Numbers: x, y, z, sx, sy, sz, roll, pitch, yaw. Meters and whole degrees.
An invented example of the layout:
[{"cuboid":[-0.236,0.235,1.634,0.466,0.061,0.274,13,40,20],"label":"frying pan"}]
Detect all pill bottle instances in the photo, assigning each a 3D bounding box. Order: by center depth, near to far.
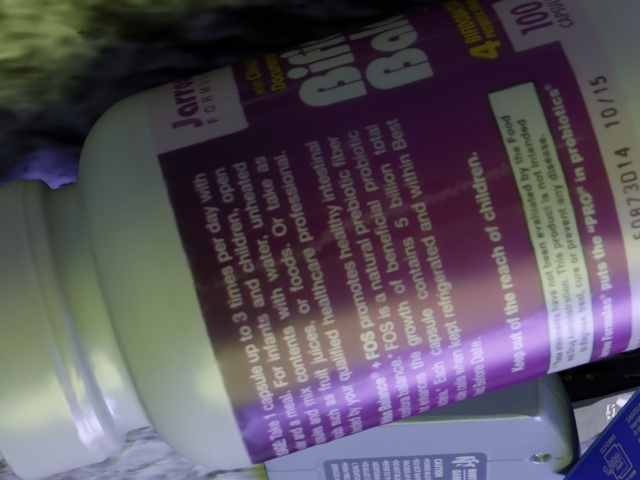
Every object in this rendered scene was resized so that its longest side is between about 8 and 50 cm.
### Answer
[{"cuboid":[0.000,0.000,0.729,0.301,0.169,0.169,-17,150,-2],"label":"pill bottle"}]

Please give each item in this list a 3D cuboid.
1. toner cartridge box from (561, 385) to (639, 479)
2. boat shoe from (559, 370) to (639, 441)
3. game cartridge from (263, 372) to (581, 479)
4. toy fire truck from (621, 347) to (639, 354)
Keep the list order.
[{"cuboid":[0.289,0.056,0.934,0.165,0.075,0.348,-1,139,-34],"label":"toner cartridge box"},{"cuboid":[0.195,0.105,1.134,0.133,0.042,0.049,-7,130,-16],"label":"boat shoe"},{"cuboid":[0.068,0.155,1.092,0.196,0.060,0.294,1,150,5],"label":"game cartridge"},{"cuboid":[0.263,0.036,1.046,0.135,0.047,0.192,-33,146,23],"label":"toy fire truck"}]
